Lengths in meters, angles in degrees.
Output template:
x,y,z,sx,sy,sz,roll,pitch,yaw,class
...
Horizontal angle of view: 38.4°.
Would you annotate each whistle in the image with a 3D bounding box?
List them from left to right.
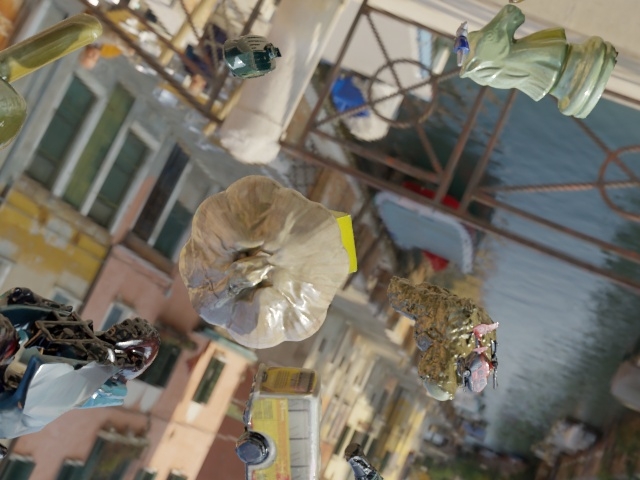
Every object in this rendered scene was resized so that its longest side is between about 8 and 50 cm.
x,y,z,sx,sy,sz,roll,pitch,yaw,class
0.249,-0.348,1.621,0.029,0.083,0.033,8,164,-10,whistle

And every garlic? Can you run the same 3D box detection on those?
x,y,z,sx,sy,sz,roll,pitch,yaw,class
-0.075,0.030,1.194,0.228,0.228,0.152,26,177,-6,garlic

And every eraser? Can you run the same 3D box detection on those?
x,y,z,sx,sy,sz,roll,pitch,yaw,class
0.000,0.000,1.459,0.045,0.097,0.122,-18,-160,-34,eraser

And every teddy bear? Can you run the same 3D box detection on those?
x,y,z,sx,sy,sz,roll,pitch,yaw,class
0.263,0.182,1.835,0.256,0.156,0.267,29,-144,-64,teddy bear

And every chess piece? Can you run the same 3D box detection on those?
x,y,z,sx,sy,sz,roll,pitch,yaw,class
0.436,-0.375,1.891,0.298,0.175,0.176,18,170,-3,chess piece

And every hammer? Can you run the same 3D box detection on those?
x,y,z,sx,sy,sz,roll,pitch,yaw,class
-0.436,-0.254,1.307,0.202,0.305,0.113,41,143,10,hammer

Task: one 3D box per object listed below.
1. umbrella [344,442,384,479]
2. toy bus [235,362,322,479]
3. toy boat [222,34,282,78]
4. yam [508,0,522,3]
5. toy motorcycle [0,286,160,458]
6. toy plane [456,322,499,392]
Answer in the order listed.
x,y,z,sx,sy,sz,roll,pitch,yaw,class
0.100,0.457,1.651,0.053,0.052,0.250,-118,3,-63,umbrella
-0.047,0.284,1.121,0.106,0.268,0.092,2,-161,3,toy bus
-0.099,-0.238,1.199,0.060,0.055,0.141,-18,-173,17,toy boat
0.469,-0.523,1.783,0.057,0.241,0.056,156,90,-89,yam
-0.411,0.197,1.311,0.172,0.232,0.416,43,-165,24,toy motorcycle
0.226,0.170,1.304,0.060,0.037,0.145,-9,129,-1,toy plane
